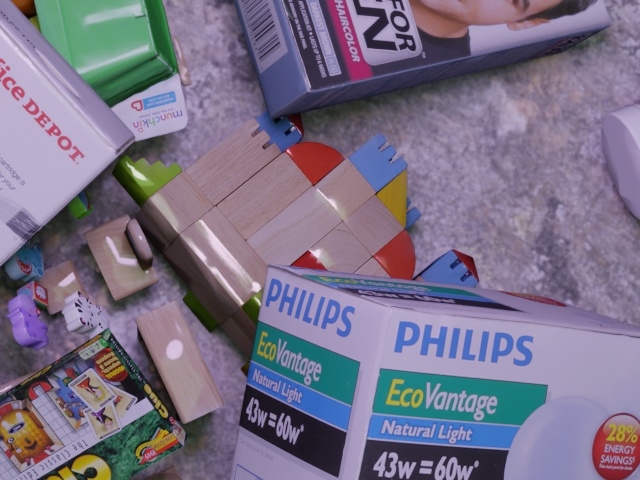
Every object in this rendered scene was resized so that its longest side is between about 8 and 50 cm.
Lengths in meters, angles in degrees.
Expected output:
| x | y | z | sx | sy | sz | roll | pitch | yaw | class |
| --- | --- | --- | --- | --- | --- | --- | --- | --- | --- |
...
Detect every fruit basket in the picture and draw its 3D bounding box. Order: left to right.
| x | y | z | sx | sy | sz | roll | pitch | yaw | class |
| --- | --- | --- | --- | --- | --- | --- | --- | --- | --- |
| -0.334 | -0.219 | 1.823 | 0.353 | 0.165 | 0.327 | -18 | 77 | 13 | fruit basket |

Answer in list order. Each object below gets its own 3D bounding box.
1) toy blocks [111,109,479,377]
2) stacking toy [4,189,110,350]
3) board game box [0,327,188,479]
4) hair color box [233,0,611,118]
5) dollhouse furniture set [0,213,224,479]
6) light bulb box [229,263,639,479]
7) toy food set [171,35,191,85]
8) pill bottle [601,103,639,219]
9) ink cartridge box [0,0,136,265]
| x | y | z | sx | sy | sz | roll | pitch | yaw | class |
| --- | --- | --- | --- | --- | --- | --- | --- | --- | --- |
| 0.000 | 0.000 | 1.820 | 0.261 | 0.191 | 0.381 | -40 | 89 | -21 | toy blocks |
| -0.299 | 0.048 | 1.742 | 0.167 | 0.052 | 0.221 | -30 | 49 | 21 | stacking toy |
| -0.272 | 0.205 | 1.686 | 0.259 | 0.030 | 0.136 | -32 | 106 | 14 | board game box |
| 0.103 | -0.263 | 1.825 | 0.374 | 0.113 | 0.185 | -15 | 85 | -26 | hair color box |
| -0.290 | 0.176 | 1.750 | 0.355 | 0.174 | 0.303 | -24 | 86 | -9 | dollhouse furniture set |
| 0.115 | 0.230 | 1.667 | 0.358 | 0.225 | 0.361 | 7 | 95 | -32 | light bulb box |
| -0.205 | -0.181 | 1.880 | 0.122 | 0.019 | 0.078 | -17 | 85 | -8 | toy food set |
| 0.475 | -0.130 | 1.867 | 0.323 | 0.181 | 0.181 | -20 | 86 | -8 | pill bottle |
| -0.343 | -0.075 | 1.670 | 0.273 | 0.114 | 0.197 | -41 | 97 | 12 | ink cartridge box |
